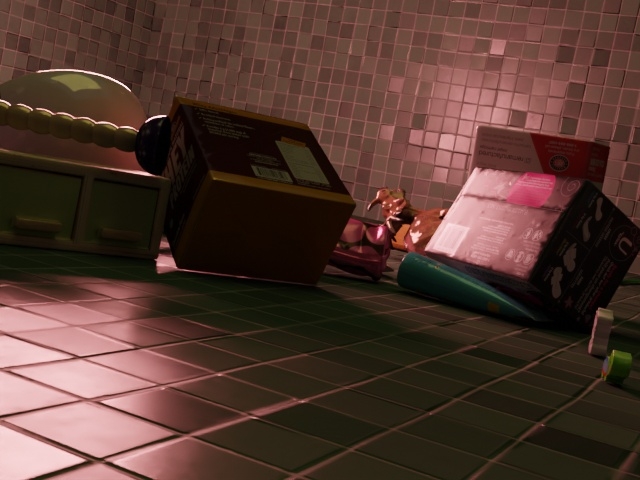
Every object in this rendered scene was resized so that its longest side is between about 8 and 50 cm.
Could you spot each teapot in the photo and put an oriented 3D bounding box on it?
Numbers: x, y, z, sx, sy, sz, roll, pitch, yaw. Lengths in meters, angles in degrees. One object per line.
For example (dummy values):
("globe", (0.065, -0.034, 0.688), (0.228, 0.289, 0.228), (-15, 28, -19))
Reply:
("teapot", (-0.354, -0.102, 1.231), (0.256, 0.187, 0.252), (-15, -21, 12))

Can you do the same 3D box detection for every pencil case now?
("pencil case", (0.000, 0.000, 1.292), (0.210, 0.095, 0.098), (12, 5, -6))

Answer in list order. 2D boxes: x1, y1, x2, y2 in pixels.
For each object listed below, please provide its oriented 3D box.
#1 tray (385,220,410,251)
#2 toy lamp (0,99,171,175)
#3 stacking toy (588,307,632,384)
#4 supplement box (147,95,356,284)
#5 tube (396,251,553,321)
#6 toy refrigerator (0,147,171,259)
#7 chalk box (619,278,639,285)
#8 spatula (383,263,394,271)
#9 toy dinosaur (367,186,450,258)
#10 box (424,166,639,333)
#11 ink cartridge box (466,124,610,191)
("tray", (0.350, 0.011, 2.150), (0.203, 0.076, 0.411), (14, 4, 39))
("toy lamp", (-0.314, -0.137, 1.028), (0.275, 0.080, 0.080), (10, 4, 1))
("stacking toy", (0.362, 0.119, 0.888), (0.167, 0.052, 0.221), (11, 5, 12))
("supplement box", (-0.093, -0.063, 1.121), (0.191, 0.129, 0.194), (8, 33, -29))
("tube", (0.203, 0.070, 1.195), (0.207, 0.052, 0.080), (20, 11, 31))
("toy refrigerator", (-0.315, -0.045, 1.028), (0.270, 0.102, 0.094), (8, 5, -37))
("chalk box", (0.544, 0.066, 1.173), (0.289, 0.179, 0.180), (12, 4, 18))
("spatula", (0.010, 0.002, 1.472), (0.168, 0.019, 0.242), (29, -9, -21))
("toy dinosaur", (0.202, -0.005, 1.729), (0.201, 0.127, 0.295), (3, 17, -7))
("box", (0.292, 0.008, 1.248), (0.142, 0.163, 0.247), (35, -8, -26))
("ink cartridge box", (0.343, -0.040, 1.482), (0.197, 0.272, 0.114), (13, 9, 32))
